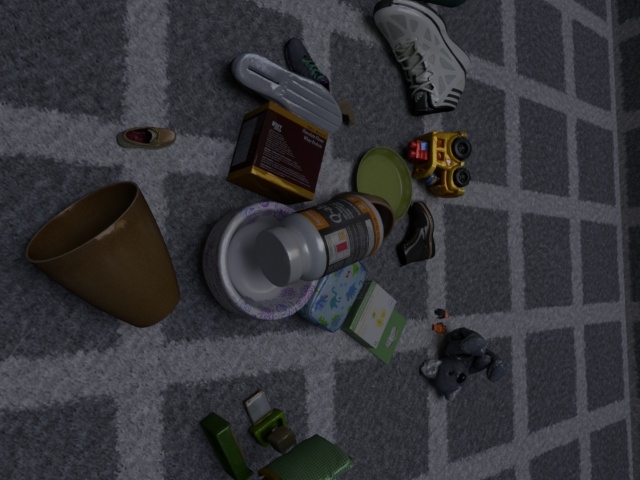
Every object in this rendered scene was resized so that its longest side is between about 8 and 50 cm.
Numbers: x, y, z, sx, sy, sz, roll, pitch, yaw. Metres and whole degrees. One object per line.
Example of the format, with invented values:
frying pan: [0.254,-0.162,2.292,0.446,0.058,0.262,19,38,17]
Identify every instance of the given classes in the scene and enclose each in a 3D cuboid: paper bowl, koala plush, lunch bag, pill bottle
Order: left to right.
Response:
paper bowl: [-0.151,0.051,1.234,0.285,0.148,0.283,3,86,-37]
pill bottle: [0.000,0.000,1.161,0.279,0.162,0.162,-21,99,-37]
lunch bag: [0.026,0.126,1.367,0.218,0.090,0.176,-61,141,-13]
koala plush: [0.459,0.421,1.680,0.221,0.203,0.196,-46,105,-8]

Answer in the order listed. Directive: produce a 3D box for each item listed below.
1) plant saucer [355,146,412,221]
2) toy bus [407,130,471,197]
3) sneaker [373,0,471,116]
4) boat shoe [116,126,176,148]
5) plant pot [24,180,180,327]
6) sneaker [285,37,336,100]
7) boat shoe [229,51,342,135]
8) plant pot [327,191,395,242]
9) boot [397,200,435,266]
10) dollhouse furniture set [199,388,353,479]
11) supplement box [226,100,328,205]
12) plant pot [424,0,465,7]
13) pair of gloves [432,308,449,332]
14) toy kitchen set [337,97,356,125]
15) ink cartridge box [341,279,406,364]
plant saucer: [0.195,-0.173,1.583,0.241,0.037,0.240,2,86,-37]
toy bus: [0.377,-0.257,1.673,0.212,0.149,0.220,1,88,-24]
sneaker: [0.329,-0.568,1.631,0.448,0.169,0.257,25,70,-36]
boat shoe: [-0.387,-0.234,1.139,0.135,0.045,0.050,-17,97,-37]
plant pot: [-0.400,0.050,1.016,0.237,0.237,0.254,-50,129,-29]
sneaker: [-0.017,-0.467,1.404,0.083,0.098,0.223,-34,107,-35]
boat shoe: [-0.087,-0.397,1.330,0.335,0.119,0.121,29,100,-30]
plant pot: [0.081,-0.058,1.413,0.238,0.237,0.109,12,39,-36]
boot: [0.301,-0.020,1.634,0.137,0.077,0.197,-17,96,-32]
dollhouse furniture set: [-0.104,0.459,1.143,0.198,0.302,0.151,-29,107,-32]
supplement box: [-0.108,-0.217,1.297,0.191,0.129,0.194,21,75,-34]
plant pot: [0.348,-0.916,1.611,0.235,0.293,0.292,-6,91,-22]
pair of gloves: [0.417,0.279,1.737,0.074,0.010,0.083,20,74,-35]
toy kitchen set: [0.055,-0.384,1.502,0.083,0.075,0.068,60,7,-56]
ink cartridge box: [0.183,0.255,1.535,0.235,0.056,0.171,41,63,-26]
